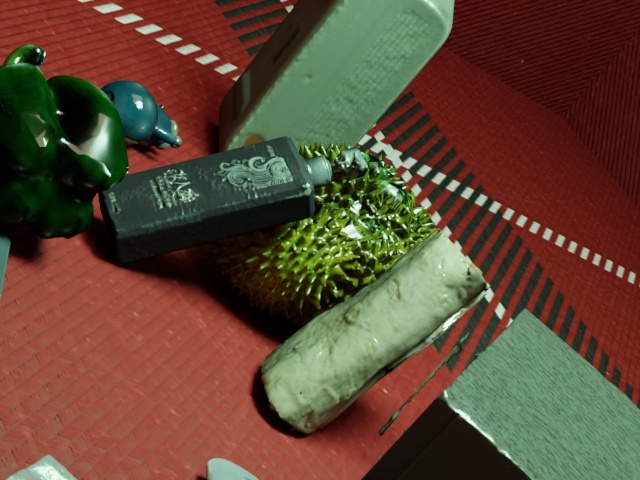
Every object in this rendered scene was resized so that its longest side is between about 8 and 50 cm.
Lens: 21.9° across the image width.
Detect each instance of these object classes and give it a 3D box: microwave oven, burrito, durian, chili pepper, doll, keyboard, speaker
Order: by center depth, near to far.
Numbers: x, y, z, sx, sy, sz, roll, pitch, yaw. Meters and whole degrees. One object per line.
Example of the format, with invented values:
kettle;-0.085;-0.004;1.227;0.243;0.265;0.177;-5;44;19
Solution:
keyboard;-0.342;0.014;1.670;0.055;0.014;0.176;32;20;-20
microwave oven;0.222;0.300;1.761;0.374;0.236;0.432;43;19;7
chili pepper;-0.312;-0.115;1.797;0.174;0.165;0.261;3;29;-27
burrito;0.057;0.109;1.906;0.105;0.299;0.143;55;-11;-3
durian;-0.001;0.001;2.073;0.291;0.224;0.291;7;50;-9
doll;-0.246;-0.161;2.168;0.114;0.085;0.152;32;3;23
speaker;0.017;-0.241;2.356;0.183;0.406;0.184;34;23;-16

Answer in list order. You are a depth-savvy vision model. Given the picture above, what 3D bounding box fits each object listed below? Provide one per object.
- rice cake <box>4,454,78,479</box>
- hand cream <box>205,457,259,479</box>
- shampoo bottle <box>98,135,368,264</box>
rice cake;-0.148;0.291;1.349;0.298;0.050;0.106;41;18;3
hand cream;-0.071;0.284;1.527;0.079;0.048;0.255;40;15;-19
shampoo bottle;-0.098;-0.055;1.925;0.310;0.071;0.098;-14;46;-13
